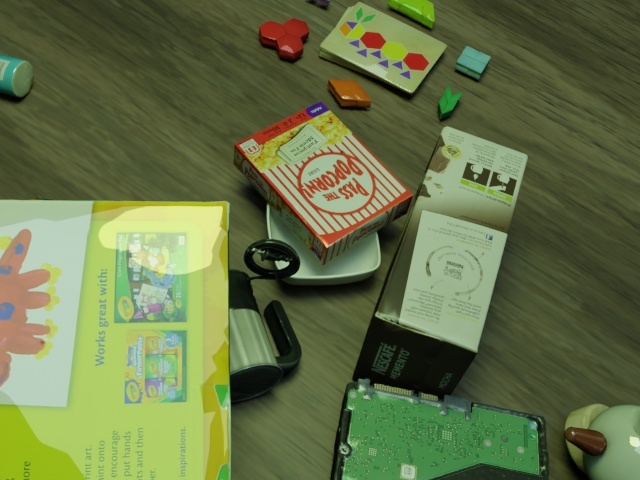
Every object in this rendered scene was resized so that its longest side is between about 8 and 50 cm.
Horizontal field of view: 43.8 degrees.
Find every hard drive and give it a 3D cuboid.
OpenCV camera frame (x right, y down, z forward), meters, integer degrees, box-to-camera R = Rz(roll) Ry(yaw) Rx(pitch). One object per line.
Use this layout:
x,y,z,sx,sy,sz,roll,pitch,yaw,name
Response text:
0.117,0.317,0.820,0.236,0.064,0.339,11,48,-1,hard drive

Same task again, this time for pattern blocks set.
0.096,-0.310,1.282,0.325,0.026,0.285,36,59,15,pattern blocks set

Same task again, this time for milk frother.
-0.077,0.089,0.918,0.129,0.143,0.135,-9,56,-23,milk frother

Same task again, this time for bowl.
0.000,0.000,1.044,0.142,0.053,0.142,-2,57,-11,bowl

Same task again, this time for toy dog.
0.338,0.304,0.820,0.161,0.220,0.334,7,43,-31,toy dog

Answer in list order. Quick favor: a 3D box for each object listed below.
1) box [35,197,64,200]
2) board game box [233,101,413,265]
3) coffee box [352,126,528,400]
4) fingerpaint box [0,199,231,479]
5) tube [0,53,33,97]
-0.319,-0.012,1.002,0.083,0.052,0.062,5,55,-7,box
0.002,-0.079,1.037,0.146,0.045,0.193,-32,67,-26,board game box
0.147,0.031,0.977,0.118,0.168,0.297,20,55,5,coffee box
-0.270,0.194,0.747,0.371,0.163,0.445,0,73,-9,fingerpaint box
-0.517,-0.256,1.140,0.207,0.052,0.080,17,51,9,tube
